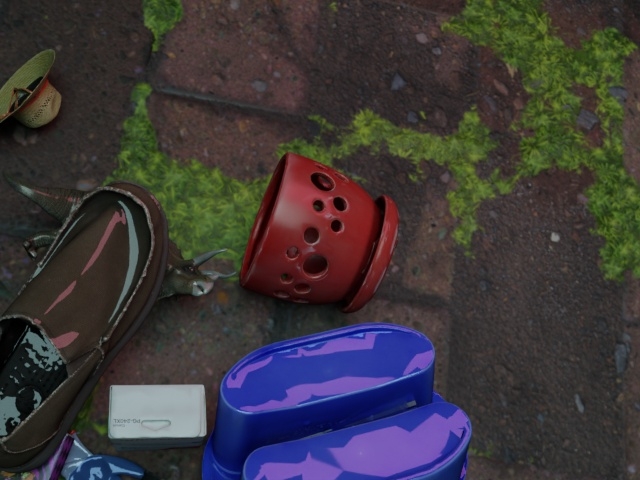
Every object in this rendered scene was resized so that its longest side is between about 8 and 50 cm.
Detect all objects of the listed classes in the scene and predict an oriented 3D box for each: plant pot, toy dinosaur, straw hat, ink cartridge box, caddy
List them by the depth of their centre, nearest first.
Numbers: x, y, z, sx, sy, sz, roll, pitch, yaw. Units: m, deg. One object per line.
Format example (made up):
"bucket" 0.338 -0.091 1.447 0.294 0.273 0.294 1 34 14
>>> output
"ink cartridge box" -0.197 0.216 0.999 0.109 0.150 0.063 1 70 -11
"caddy" 0.023 0.251 1.020 0.341 0.179 0.241 -11 50 -14
"toy dinosaur" -0.285 0.011 1.095 0.313 0.121 0.160 37 56 9
"plant pot" 0.000 0.000 1.099 0.174 0.191 0.191 21 68 -9
"straw hat" -0.400 -0.193 1.154 0.061 0.144 0.144 45 62 -35

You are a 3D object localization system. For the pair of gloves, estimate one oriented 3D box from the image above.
"pair of gloves" -0.306 0.333 1.006 0.198 0.023 0.159 -42 84 -20

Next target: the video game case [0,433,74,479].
"video game case" -0.432 0.309 0.964 0.210 0.042 0.232 17 67 4

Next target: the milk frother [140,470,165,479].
"milk frother" -0.181 0.360 0.942 0.129 0.143 0.135 49 61 -24

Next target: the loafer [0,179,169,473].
"loafer" -0.286 0.094 0.940 0.133 0.130 0.366 22 79 5
